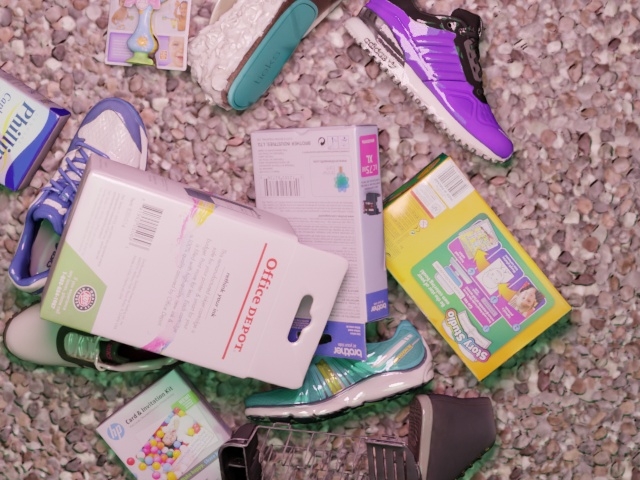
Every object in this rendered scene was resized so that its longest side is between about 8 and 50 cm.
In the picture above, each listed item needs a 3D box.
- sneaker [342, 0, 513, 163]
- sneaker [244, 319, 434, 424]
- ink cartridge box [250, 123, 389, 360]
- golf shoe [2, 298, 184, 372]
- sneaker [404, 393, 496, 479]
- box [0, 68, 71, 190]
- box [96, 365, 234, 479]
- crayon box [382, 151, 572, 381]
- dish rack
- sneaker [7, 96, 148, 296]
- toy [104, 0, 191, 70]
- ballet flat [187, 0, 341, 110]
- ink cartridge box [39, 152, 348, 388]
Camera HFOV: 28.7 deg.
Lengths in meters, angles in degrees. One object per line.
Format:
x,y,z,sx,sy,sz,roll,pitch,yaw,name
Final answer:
0.180,-0.237,1.697,0.293,0.102,0.146,44,94,-5,sneaker
0.021,0.192,1.767,0.275,0.107,0.110,-18,77,-2,sneaker
0.000,0.000,1.701,0.186,0.065,0.311,2,97,39,ink cartridge box
-0.312,0.133,1.737,0.273,0.120,0.105,0,99,1,golf shoe
0.185,0.326,1.777,0.118,0.083,0.222,1,105,-13,sneaker
-0.438,-0.157,1.724,0.137,0.072,0.126,32,97,-4,box
-0.206,0.294,1.796,0.145,0.038,0.186,-38,94,4,box
0.196,0.037,1.741,0.165,0.081,0.278,-39,95,5,crayon box
0.006,0.350,1.726,0.271,0.074,0.208,4,123,15,dish rack
-0.328,-0.055,1.701,0.112,0.131,0.296,23,95,10,sneaker
-0.238,-0.352,1.680,0.137,0.056,0.237,9,99,27,toy
-0.035,-0.356,1.675,0.147,0.147,0.409,44,95,-5,ballet flat
-0.164,0.044,1.636,0.353,0.119,0.207,19,101,-14,ink cartridge box
